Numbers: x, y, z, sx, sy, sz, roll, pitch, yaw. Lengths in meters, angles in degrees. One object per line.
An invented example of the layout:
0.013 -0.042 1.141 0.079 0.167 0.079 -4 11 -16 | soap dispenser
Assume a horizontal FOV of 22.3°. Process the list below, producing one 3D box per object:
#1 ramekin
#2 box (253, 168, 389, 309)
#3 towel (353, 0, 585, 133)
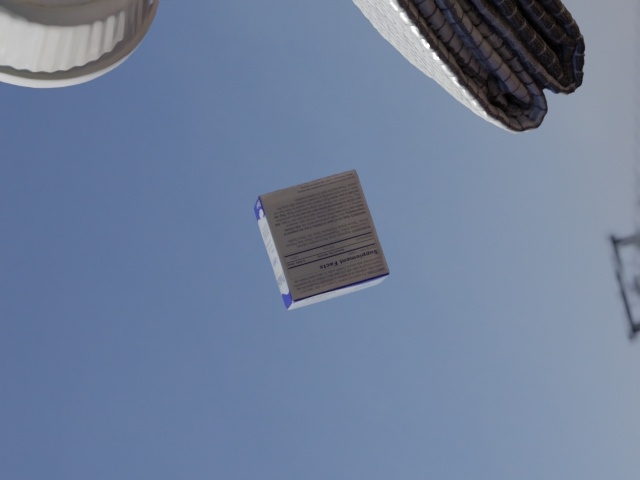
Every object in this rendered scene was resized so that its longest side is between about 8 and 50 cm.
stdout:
-0.295 -0.306 1.711 0.127 0.273 0.273 129 132 -64 | ramekin
0.000 0.000 1.952 0.072 0.126 0.137 126 128 -74 | box
0.088 -0.243 1.401 0.284 0.121 0.235 45 -178 -39 | towel
